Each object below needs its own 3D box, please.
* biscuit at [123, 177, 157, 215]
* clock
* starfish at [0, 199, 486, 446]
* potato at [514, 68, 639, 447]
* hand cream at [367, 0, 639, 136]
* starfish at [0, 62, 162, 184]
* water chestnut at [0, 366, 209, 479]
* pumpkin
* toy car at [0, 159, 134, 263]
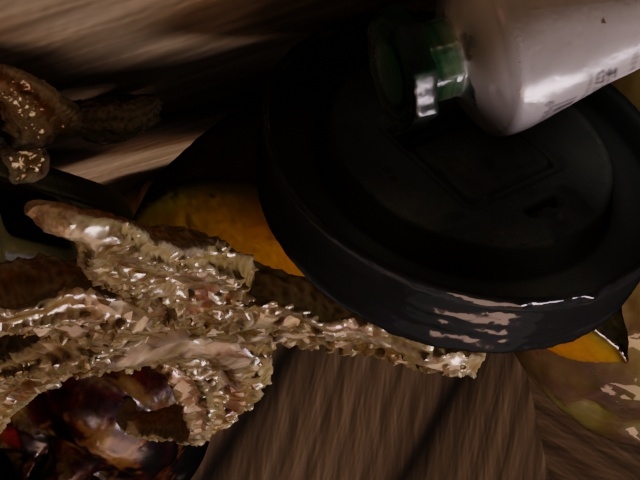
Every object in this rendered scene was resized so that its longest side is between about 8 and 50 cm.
[{"bbox_3d":[-0.100,-0.013,1.181,0.118,0.061,0.183,-7,171,-23],"label":"biscuit"},{"bbox_3d":[0.061,-0.028,0.751,0.184,0.184,0.040,-9,139,-24],"label":"clock"},{"bbox_3d":[-0.091,0.036,0.788,0.299,0.060,0.302,-8,158,23],"label":"starfish"},{"bbox_3d":[0.239,-0.002,1.038,0.289,0.237,0.301,-11,175,-2],"label":"potato"},{"bbox_3d":[0.182,-0.114,0.752,0.336,0.076,0.121,-17,-179,-15],"label":"hand cream"},{"bbox_3d":[-0.146,-0.043,0.802,0.150,0.053,0.209,-6,176,-4],"label":"starfish"},{"bbox_3d":[-0.209,0.141,1.591,0.289,0.244,0.289,-13,177,-1],"label":"water chestnut"},{"bbox_3d":[0.025,-0.044,0.891,0.312,0.169,0.148,5,147,38],"label":"pumpkin"},{"bbox_3d":[-0.193,0.012,0.927,0.101,0.124,0.257,-17,163,24],"label":"toy car"}]
